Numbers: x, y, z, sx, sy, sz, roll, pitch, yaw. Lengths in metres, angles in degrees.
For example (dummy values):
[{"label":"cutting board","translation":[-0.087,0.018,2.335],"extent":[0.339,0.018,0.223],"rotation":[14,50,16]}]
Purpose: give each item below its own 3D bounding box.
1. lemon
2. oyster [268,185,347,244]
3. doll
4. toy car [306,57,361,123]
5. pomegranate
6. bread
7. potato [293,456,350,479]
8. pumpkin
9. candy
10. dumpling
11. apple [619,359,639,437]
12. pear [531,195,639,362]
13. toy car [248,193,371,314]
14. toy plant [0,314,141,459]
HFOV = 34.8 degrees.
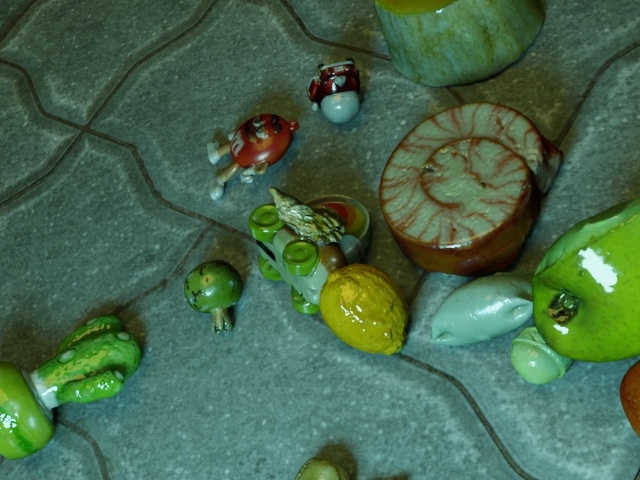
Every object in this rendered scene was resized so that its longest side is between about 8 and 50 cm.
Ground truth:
[{"label":"lemon","translation":[0.080,0.119,1.763],"extent":[0.142,0.142,0.187],"rotation":[-42,94,-6]},{"label":"oyster","translation":[-0.017,-0.042,1.837],"extent":[0.146,0.122,0.045],"rotation":[45,120,35]},{"label":"doll","translation":[-0.143,-0.190,2.113],"extent":[0.217,0.085,0.183],"rotation":[-23,50,21]},{"label":"toy car","translation":[0.037,-0.295,2.075],"extent":[0.112,0.139,0.112],"rotation":[-13,71,-9]},{"label":"pomegranate","translation":[-0.197,0.107,1.934],"extent":[0.114,0.114,0.142],"rotation":[-19,77,12]},{"label":"bread","translation":[0.258,-0.093,1.841],"extent":[0.295,0.114,0.327],"rotation":[13,64,31]},{"label":"potato","translation":[-0.002,0.434,1.637],"extent":[0.107,0.080,0.170],"rotation":[6,59,13]},{"label":"pumpkin","translation":[0.269,-0.492,2.053],"extent":[0.332,0.199,0.332],"rotation":[-10,55,15]},{"label":"candy","translation":[0.421,0.097,1.677],"extent":[0.093,0.092,0.335],"rotation":[6,51,50]},{"label":"dumpling","translation":[0.281,0.114,1.715],"extent":[0.217,0.149,0.105],"rotation":[-27,81,26]},{"label":"apple","translation":[0.514,0.236,1.481],"extent":[0.139,0.163,0.163],"rotation":[-17,53,27]},{"label":"pear","translation":[0.465,0.064,1.509],"extent":[0.318,0.342,0.238],"rotation":[-31,82,-1]},{"label":"toy car","translation":[0.000,0.000,1.900],"extent":[0.235,0.145,0.235],"rotation":[-5,47,5]},{"label":"toy plant","translation":[-0.487,0.263,1.925],"extent":[0.316,0.184,0.224],"rotation":[-33,32,-11]}]
